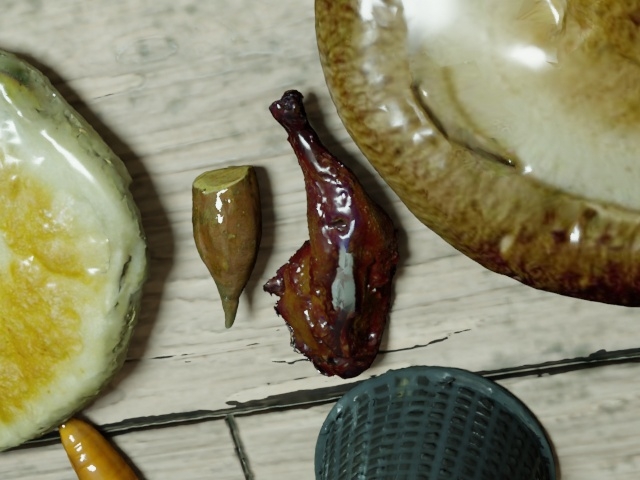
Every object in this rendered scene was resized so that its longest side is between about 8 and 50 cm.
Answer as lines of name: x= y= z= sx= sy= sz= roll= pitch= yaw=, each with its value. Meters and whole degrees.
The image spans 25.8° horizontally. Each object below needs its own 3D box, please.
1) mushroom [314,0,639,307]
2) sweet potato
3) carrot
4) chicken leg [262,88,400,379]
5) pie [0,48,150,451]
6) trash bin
mushroom: x=0.179 y=-0.121 z=0.766 sx=0.345 sy=0.239 sz=0.345 roll=18 pitch=125 yaw=28
sweet potato: x=-0.063 y=0.006 z=0.945 sx=0.049 sy=0.049 sz=0.117 roll=4 pitch=110 yaw=10
carrot: x=-0.111 y=0.239 z=1.053 sx=0.271 sy=0.062 sz=0.066 roll=41 pitch=147 yaw=-2
chicken leg: x=0.007 y=0.002 z=0.931 sx=0.093 sy=0.053 sz=0.205 roll=12 pitch=113 yaw=15
pie: x=-0.278 y=0.010 z=0.982 sx=0.339 sy=0.077 sz=0.339 roll=3 pitch=112 yaw=7
trash bin: x=0.065 y=0.194 z=0.938 sx=0.175 sy=0.161 sz=0.175 roll=5 pitch=113 yaw=12
